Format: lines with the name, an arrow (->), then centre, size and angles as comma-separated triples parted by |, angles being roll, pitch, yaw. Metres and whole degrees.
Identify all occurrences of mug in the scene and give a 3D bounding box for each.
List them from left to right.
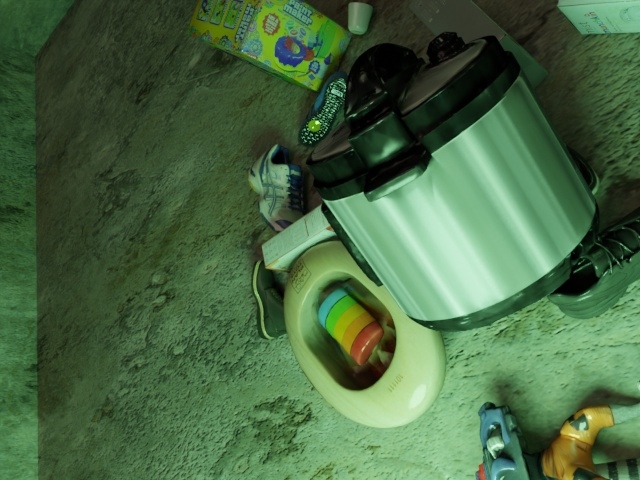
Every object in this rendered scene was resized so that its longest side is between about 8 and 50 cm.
mug -> 0.096, -0.546, 1.472 | 0.062, 0.078, 0.064 | 9, 96, 12

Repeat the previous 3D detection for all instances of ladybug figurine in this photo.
ladybug figurine -> 0.090, 0.178, 1.211 | 0.305, 0.161, 0.449 | -56, 49, 17

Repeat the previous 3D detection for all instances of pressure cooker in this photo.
pressure cooker -> 0.187, -0.119, 0.943 | 0.375, 0.421, 0.370 | -40, 16, -14

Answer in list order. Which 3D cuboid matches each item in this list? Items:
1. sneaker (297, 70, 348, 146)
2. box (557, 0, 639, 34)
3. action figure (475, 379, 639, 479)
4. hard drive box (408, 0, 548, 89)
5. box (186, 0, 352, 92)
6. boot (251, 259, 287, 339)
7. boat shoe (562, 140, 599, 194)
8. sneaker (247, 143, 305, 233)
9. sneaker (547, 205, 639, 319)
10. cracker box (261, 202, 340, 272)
sneaker -> 0.011, -0.331, 1.495 | 0.209, 0.069, 0.082 | -57, 15, 29
box -> 0.547, -0.488, 0.967 | 0.231, 0.126, 0.262 | 15, 91, 45
action figure -> 0.369, 0.397, 0.888 | 0.330, 0.178, 0.342 | -38, 31, 37
hard drive box -> 0.302, -0.386, 1.139 | 0.089, 0.181, 0.232 | -47, 51, 25
box -> -0.131, -0.529, 1.511 | 0.279, 0.289, 0.177 | 32, 102, 44
boot -> -0.095, 0.138, 1.470 | 0.136, 0.076, 0.198 | -14, 83, 36
boat shoe -> 0.395, -0.154, 1.064 | 0.084, 0.079, 0.233 | -51, 52, 20
sneaker -> -0.092, -0.128, 1.500 | 0.131, 0.111, 0.297 | -48, 52, 24
sneaker -> 0.470, 0.018, 0.912 | 0.286, 0.130, 0.109 | -48, 50, 22
cracker box -> 0.000, 0.000, 1.347 | 0.232, 0.155, 0.067 | -31, 59, 34
